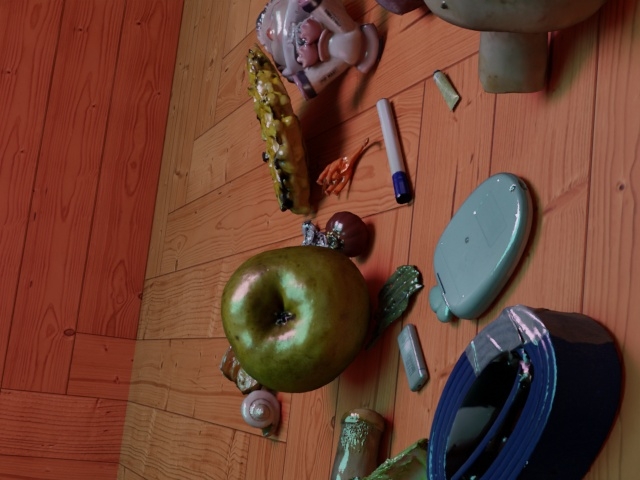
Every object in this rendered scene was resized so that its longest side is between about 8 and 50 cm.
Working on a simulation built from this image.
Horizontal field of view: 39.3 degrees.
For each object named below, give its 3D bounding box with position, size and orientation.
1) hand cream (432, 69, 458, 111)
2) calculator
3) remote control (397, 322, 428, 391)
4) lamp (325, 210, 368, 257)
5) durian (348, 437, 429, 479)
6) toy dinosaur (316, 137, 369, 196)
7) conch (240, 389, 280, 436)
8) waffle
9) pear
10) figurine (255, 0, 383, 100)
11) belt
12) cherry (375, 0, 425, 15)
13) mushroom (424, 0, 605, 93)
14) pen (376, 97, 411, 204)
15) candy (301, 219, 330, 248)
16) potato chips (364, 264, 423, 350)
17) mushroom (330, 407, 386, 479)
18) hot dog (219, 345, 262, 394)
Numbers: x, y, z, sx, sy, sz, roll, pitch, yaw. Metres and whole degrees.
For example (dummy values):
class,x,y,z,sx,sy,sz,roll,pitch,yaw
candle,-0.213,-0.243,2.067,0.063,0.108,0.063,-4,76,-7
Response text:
class,x,y,z,sx,sy,sz,roll,pitch,yaw
hand cream,0.232,-0.280,1.658,0.035,0.022,0.102,-61,34,37
calculator,0.250,0.020,1.455,0.184,0.042,0.295,-105,34,-46
remote control,0.164,0.209,1.608,0.124,0.017,0.053,-102,30,-43
lamp,0.054,-0.012,1.869,0.101,0.090,0.101,22,126,34
durian,0.130,0.383,1.508,0.215,0.100,0.086,-46,36,43
toy dinosaur,0.044,-0.155,1.995,0.101,0.055,0.279,-63,15,-20
conch,-0.154,0.420,2.170,0.176,0.104,0.094,-42,22,59
waffle,-0.106,-0.267,2.171,0.380,0.095,0.382,79,171,-46
pear,-0.042,0.157,1.779,0.304,0.303,0.304,-170,90,-67
figurine,-0.019,-0.469,2.081,0.361,0.211,0.253,47,121,60
belt,0.267,0.247,1.229,0.212,0.117,0.347,-113,38,-51
cherry,0.151,-0.574,1.759,0.213,0.183,0.266,-155,63,-81
mushroom,0.285,-0.371,1.326,0.290,0.292,0.293,82,177,-47
pen,0.146,-0.184,1.801,0.033,0.033,0.269,124,148,-44
candy,0.001,0.000,2.039,0.226,0.051,0.094,24,100,67
potato chips,0.133,0.122,1.708,0.207,0.028,0.092,-58,30,38
mushroom,0.057,0.483,1.659,0.123,0.095,0.351,154,126,-86
hot dog,-0.172,0.315,2.257,0.146,0.103,0.213,-57,31,3
